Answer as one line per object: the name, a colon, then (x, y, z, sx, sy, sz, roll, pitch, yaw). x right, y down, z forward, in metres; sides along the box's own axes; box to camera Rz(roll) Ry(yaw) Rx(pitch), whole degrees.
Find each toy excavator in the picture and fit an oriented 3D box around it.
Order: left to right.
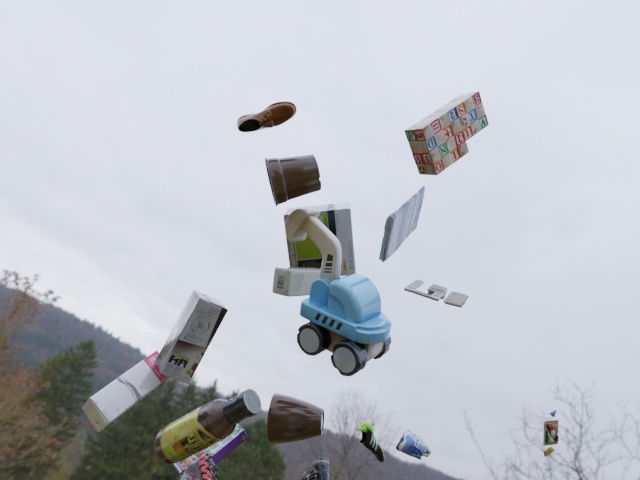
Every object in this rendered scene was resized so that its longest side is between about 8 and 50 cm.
toy excavator: (0.050, 0.146, 1.409, 0.433, 0.445, 0.222, 19, 15, 34)

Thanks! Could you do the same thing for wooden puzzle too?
wooden puzzle: (0.657, 0.547, 1.207, 0.078, 0.116, 0.014, 1, -4, -32)

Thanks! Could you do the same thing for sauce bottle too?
sauce bottle: (-0.317, 0.518, 1.195, 0.344, 0.111, 0.111, -35, -54, 20)

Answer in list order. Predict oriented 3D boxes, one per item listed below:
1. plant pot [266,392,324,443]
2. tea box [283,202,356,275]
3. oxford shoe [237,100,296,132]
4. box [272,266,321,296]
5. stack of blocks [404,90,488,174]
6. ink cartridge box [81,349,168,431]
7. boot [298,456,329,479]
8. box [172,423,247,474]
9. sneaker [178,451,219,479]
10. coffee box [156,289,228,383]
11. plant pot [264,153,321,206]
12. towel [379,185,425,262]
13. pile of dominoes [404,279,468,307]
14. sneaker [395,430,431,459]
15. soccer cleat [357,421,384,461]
plant pot: (-0.103, 0.810, 1.916, 0.230, 0.215, 0.215, 2, -32, 9)
tea box: (0.000, 0.000, 2.102, 0.323, 0.329, 0.220, -5, 13, 2)
oxford shoe: (-0.179, -0.405, 1.429, 0.212, 0.076, 0.076, -19, -59, 5)
box: (-0.075, 0.172, 1.806, 0.094, 0.113, 0.275, 7, 0, 37)
stack of blocks: (0.448, -0.373, 1.481, 0.087, 0.297, 0.171, 18, -41, 58)
ink cartridge box: (-0.733, 0.572, 1.619, 0.117, 0.283, 0.207, 52, -46, 2)
boot: (-0.020, 0.934, 1.544, 0.085, 0.179, 0.236, 14, -64, -16)
box: (-0.490, 0.881, 1.833, 0.201, 0.293, 0.057, 16, -53, 47)
sneaker: (-0.383, 0.787, 1.313, 0.276, 0.135, 0.098, -144, -145, -68)
coffee box: (-0.483, 0.352, 1.593, 0.119, 0.297, 0.168, 30, -8, -24)
plant pot: (-0.091, -0.215, 1.437, 0.165, 0.167, 0.167, -14, -30, -8)
towel: (0.308, -0.066, 1.598, 0.034, 0.285, 0.209, 26, -48, 25)
pile of dominoes: (0.408, 0.198, 1.493, 0.196, 0.040, 0.251, 18, 10, 22)
sneaker: (0.359, 0.787, 1.627, 0.081, 0.080, 0.211, 31, 1, 42)
soccer cleat: (0.207, 0.840, 1.756, 0.060, 0.072, 0.179, -24, -90, 60)
